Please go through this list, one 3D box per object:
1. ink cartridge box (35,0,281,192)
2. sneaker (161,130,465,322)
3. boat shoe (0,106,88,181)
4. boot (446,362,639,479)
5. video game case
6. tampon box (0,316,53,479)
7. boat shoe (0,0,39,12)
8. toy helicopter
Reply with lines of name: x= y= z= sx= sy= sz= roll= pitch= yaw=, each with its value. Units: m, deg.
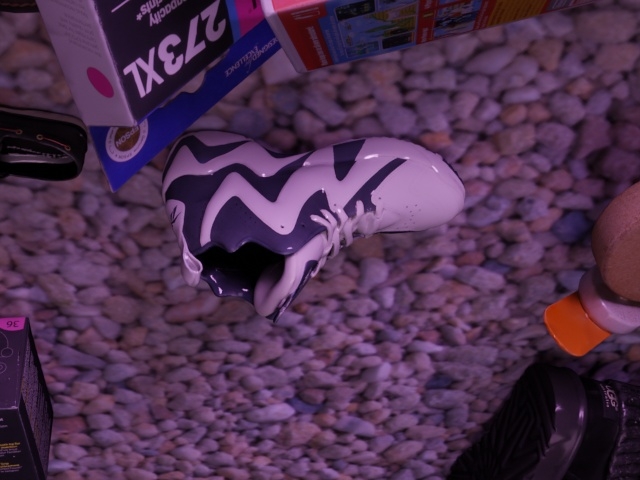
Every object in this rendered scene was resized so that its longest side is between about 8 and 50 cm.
ink cartridge box: x=-0.083 y=-0.194 z=0.595 sx=0.069 sy=0.176 sz=0.371 roll=30 pitch=150 yaw=28
sneaker: x=0.000 y=0.000 z=0.827 sx=0.235 sy=0.153 sz=0.094 roll=8 pitch=138 yaw=-15
boat shoe: x=-0.236 y=-0.070 z=0.807 sx=0.133 sy=0.042 sz=0.049 roll=5 pitch=140 yaw=-10
boot: x=0.295 y=0.270 z=1.183 sx=0.260 sy=0.131 sz=0.348 roll=9 pitch=136 yaw=-16
video game case: x=0.113 y=-0.157 z=0.658 sx=0.285 sy=0.025 sz=0.204 roll=-13 pitch=179 yaw=4
tampon box: x=-0.315 y=0.157 z=1.006 sx=0.120 sy=0.101 sz=0.161 roll=-2 pitch=138 yaw=-5
boat shoe: x=-0.223 y=-0.240 z=0.529 sx=0.132 sy=0.130 sz=0.355 roll=-1 pitch=140 yaw=20
toy helicopter: x=0.322 y=0.034 z=0.929 sx=0.235 sy=0.140 sz=0.355 roll=-31 pitch=145 yaw=17
